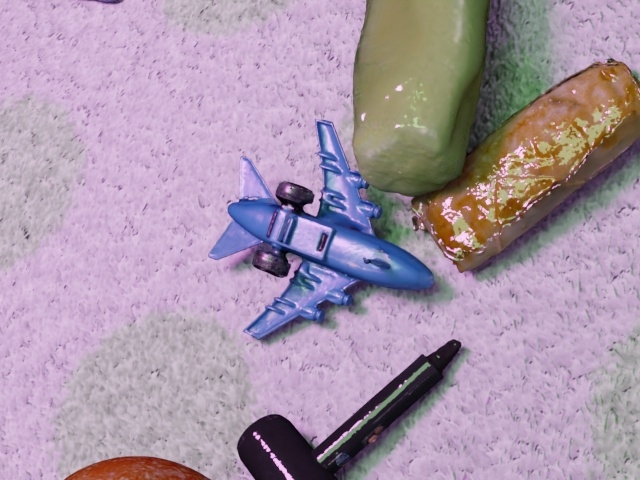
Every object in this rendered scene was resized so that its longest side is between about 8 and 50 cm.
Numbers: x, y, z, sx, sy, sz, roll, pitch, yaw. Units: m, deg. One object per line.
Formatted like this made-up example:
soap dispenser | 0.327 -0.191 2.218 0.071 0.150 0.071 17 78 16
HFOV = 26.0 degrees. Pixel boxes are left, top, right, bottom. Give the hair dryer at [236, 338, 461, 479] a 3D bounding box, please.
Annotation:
hair dryer | 0.038 0.180 1.427 0.255 0.070 0.128 -42 55 -4

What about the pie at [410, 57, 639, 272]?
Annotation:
pie | 0.216 -0.080 1.439 0.282 0.068 0.128 -39 54 12

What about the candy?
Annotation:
candy | 0.118 -0.218 1.492 0.142 0.132 0.343 -2 61 24

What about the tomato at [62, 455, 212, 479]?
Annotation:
tomato | -0.169 0.353 1.355 0.270 0.222 0.270 -25 53 39

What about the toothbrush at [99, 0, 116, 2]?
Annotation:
toothbrush | -0.373 -0.355 1.889 0.269 0.021 0.027 19 91 33

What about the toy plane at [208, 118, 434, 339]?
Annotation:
toy plane | 0.000 0.000 1.496 0.271 0.105 0.254 20 92 37
